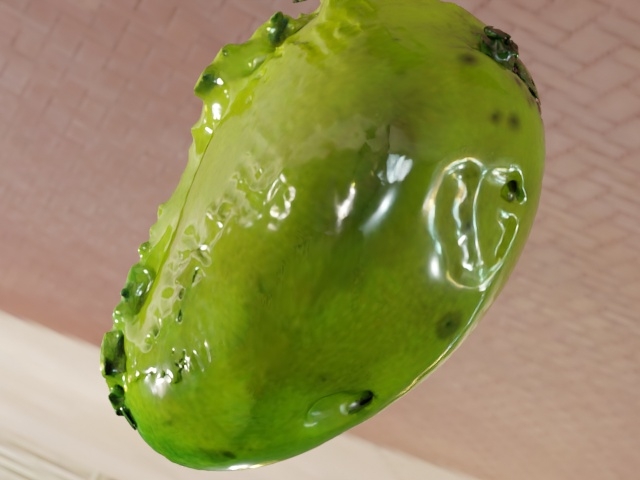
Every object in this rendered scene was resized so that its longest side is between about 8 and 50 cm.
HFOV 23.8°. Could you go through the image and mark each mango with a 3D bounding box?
[{"bbox_3d":[0.001,0.001,0.499,0.100,0.178,0.119,30,-169,-43],"label":"mango"}]
